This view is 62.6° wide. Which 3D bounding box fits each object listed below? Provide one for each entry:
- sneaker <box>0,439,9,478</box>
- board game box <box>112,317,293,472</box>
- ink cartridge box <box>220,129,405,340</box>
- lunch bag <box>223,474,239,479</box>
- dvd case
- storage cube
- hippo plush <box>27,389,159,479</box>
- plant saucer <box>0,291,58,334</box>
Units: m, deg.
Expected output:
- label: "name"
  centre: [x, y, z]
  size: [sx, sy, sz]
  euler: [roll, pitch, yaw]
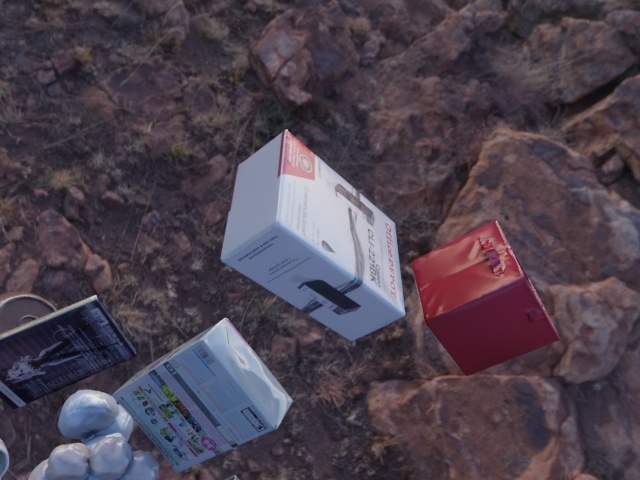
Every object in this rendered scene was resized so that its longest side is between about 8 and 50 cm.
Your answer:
- label: "sneaker"
  centre: [-0.498, 0.300, 0.737]
  size: [0.152, 0.114, 0.305]
  euler: [-30, 38, -6]
- label: "board game box"
  centre: [-0.243, 0.320, 1.066]
  size: [0.224, 0.303, 0.097]
  euler: [54, 28, -7]
- label: "ink cartridge box"
  centre: [0.000, 0.000, 0.796]
  size: [0.273, 0.114, 0.196]
  euler: [37, 37, -34]
- label: "lunch bag"
  centre: [-0.261, 0.721, 1.216]
  size: [0.235, 0.287, 0.169]
  euler: [57, 13, -17]
- label: "dvd case"
  centre: [-0.446, 0.190, 0.880]
  size: [0.221, 0.164, 0.018]
  euler: [-24, 45, -11]
- label: "storage cube"
  centre: [0.315, 0.116, 1.026]
  size: [0.215, 0.193, 0.183]
  euler: [51, 21, -31]
- label: "hippo plush"
  centre: [-0.451, 0.440, 1.141]
  size: [0.294, 0.234, 0.236]
  euler: [55, 15, -39]
- label: "plant saucer"
  centre: [-0.592, 0.176, 1.061]
  size: [0.168, 0.029, 0.168]
  euler: [37, 37, -34]
